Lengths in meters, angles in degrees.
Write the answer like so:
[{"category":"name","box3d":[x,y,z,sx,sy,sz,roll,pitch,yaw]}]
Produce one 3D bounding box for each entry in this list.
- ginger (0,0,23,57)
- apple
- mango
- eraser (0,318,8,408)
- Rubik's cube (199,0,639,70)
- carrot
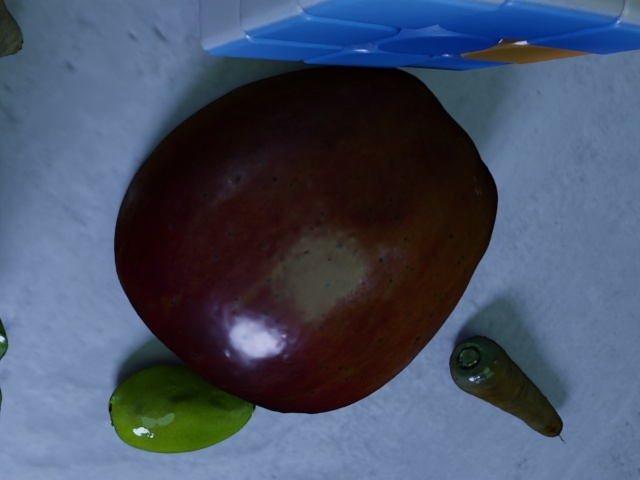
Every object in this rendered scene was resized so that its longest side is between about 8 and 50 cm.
[{"category":"ginger","box3d":[-0.328,-0.224,0.572,0.149,0.065,0.259,-30,129,-1]},{"category":"apple","box3d":[0.000,0.000,0.817,0.365,0.295,0.329,-42,162,-6]},{"category":"mango","box3d":[-0.138,0.177,0.838,0.165,0.074,0.091,4,107,-31]},{"category":"eraser","box3d":[-0.299,0.092,0.588,0.092,0.274,0.210,5,107,-30]},{"category":"Rubik's cube","box3d":[0.089,-0.288,0.601,0.291,0.290,0.291,-3,96,-28]},{"category":"carrot","box3d":[0.270,0.216,1.096,0.078,0.078,0.298,-51,129,-1]}]
